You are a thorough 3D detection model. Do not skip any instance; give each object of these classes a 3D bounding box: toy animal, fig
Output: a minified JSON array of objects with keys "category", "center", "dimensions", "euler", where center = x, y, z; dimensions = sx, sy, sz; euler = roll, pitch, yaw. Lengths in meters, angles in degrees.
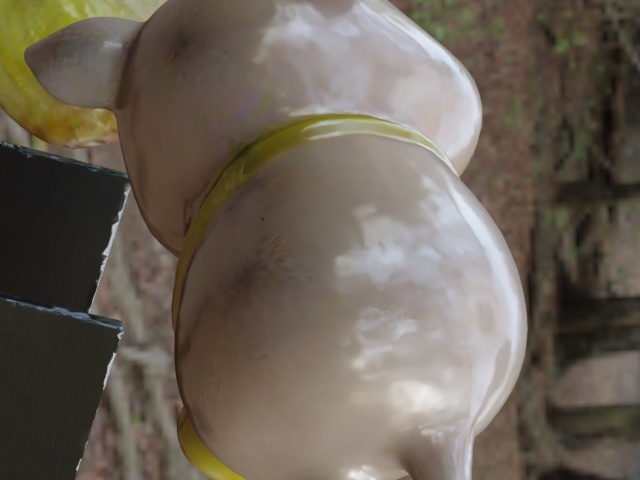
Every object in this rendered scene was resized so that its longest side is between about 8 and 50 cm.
[{"category":"toy animal","center":[-0.003,0.001,0.704],"dimensions":[0.149,0.165,0.248],"euler":[54,14,-63]},{"category":"fig","center":[-0.181,-0.176,1.187],"dimensions":[0.257,0.159,0.159],"euler":[50,36,-46]}]

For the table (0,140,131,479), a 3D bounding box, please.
[{"category":"table","center":[-0.253,0.101,1.276],"dimensions":[0.250,0.196,0.282],"euler":[-97,-155,-64]}]
